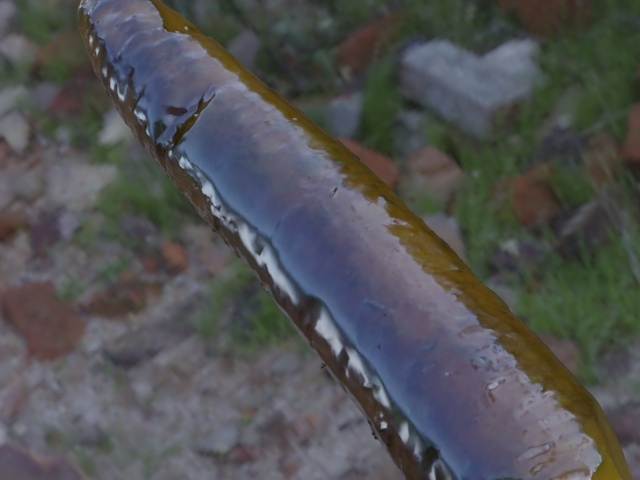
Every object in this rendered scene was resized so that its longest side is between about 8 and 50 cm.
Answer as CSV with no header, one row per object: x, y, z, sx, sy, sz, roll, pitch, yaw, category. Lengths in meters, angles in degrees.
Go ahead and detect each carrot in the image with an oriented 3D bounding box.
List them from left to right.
0.000,0.000,0.632,0.066,0.066,0.314,-38,57,-5,carrot
